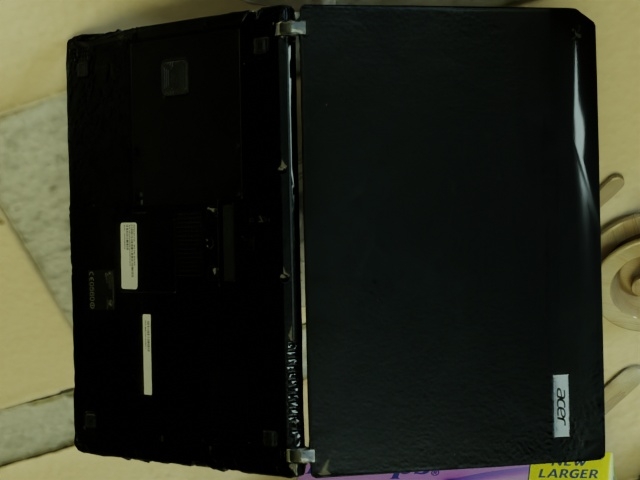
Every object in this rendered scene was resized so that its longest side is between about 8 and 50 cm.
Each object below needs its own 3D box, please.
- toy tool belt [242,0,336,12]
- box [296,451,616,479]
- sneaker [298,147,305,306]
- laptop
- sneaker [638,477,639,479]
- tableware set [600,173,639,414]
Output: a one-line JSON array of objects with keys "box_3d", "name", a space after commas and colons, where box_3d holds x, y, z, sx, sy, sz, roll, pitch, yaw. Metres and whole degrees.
[{"box_3d": [-0.028, -0.151, 0.776, 0.083, 0.051, 0.052, 11, 155, 2], "name": "toy tool belt"}, {"box_3d": [0.077, 0.258, 0.929, 0.213, 0.243, 0.117, -2, 128, 17], "name": "box"}, {"box_3d": [0.033, -0.019, 0.856, 0.232, 0.090, 0.115, -21, 141, 15], "name": "sneaker"}, {"box_3d": [0.000, 0.000, 0.788, 0.264, 0.136, 0.234, -2, 90, 40], "name": "laptop"}, {"box_3d": [0.250, 0.223, 1.022, 0.087, 0.092, 0.228, 4, 128, -5], "name": "sneaker"}, {"box_3d": [0.174, 0.061, 0.933, 0.128, 0.039, 0.194, 29, 122, -20], "name": "tableware set"}]
